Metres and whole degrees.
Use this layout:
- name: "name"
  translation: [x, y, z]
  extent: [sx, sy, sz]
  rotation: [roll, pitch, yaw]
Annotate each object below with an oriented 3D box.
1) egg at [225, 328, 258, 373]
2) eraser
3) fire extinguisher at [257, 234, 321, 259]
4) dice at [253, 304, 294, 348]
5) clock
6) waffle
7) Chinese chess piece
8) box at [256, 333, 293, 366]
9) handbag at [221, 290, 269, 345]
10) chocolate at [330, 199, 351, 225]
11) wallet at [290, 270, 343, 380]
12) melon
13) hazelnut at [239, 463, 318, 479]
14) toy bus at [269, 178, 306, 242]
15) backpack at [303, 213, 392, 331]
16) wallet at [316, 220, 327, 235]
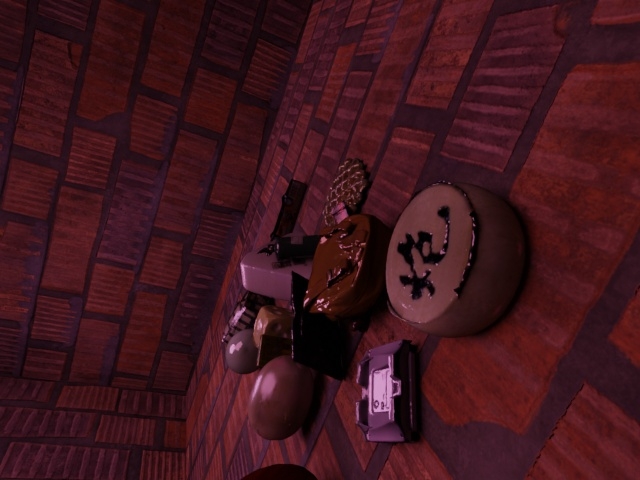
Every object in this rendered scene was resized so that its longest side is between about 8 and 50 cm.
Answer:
- name: "egg"
  translation: [-0.363, 0.548, 2.165]
  extent: [0.282, 0.203, 0.202]
  rotation: [-50, 32, 42]
- name: "eraser"
  translation: [-0.119, 0.126, 1.789]
  extent: [0.331, 0.332, 0.149]
  rotation: [-104, 14, -52]
- name: "fire extinguisher"
  translation: [-0.100, 0.029, 1.729]
  extent: [0.118, 0.295, 0.093]
  rotation: [-108, 14, -68]
- name: "dice"
  translation: [-0.182, 0.382, 1.874]
  extent: [0.166, 0.170, 0.169]
  rotation: [-151, 77, -69]
- name: "clock"
  translation: [0.169, 0.384, 1.124]
  extent: [0.186, 0.084, 0.253]
  rotation: [-40, 40, 55]
- name: "waffle"
  translation: [0.089, -0.174, 1.729]
  extent: [0.291, 0.056, 0.309]
  rotation: [-112, 41, -56]
- name: "Chinese chess piece"
  translation: [0.282, 0.040, 0.989]
  extent: [0.349, 0.147, 0.348]
  rotation: [-165, 90, -69]
- name: "box"
  translation: [-0.148, 0.442, 1.716]
  extent: [0.030, 0.193, 0.121]
  rotation: [141, 139, -60]
- name: "handbag"
  translation: [-0.381, 0.369, 2.363]
  extent: [0.325, 0.163, 0.326]
  rotation: [-56, 13, 32]
- name: "chocolate"
  translation: [0.092, -0.055, 1.601]
  extent: [0.086, 0.028, 0.182]
  rotation: [-38, 61, 37]
- name: "wallet"
  translation: [-0.012, 0.278, 1.446]
  extent: [0.041, 0.247, 0.322]
  rotation: [-30, 44, 27]
- name: "melon"
  translation: [-0.141, 0.567, 1.580]
  extent: [0.316, 0.223, 0.223]
  rotation: [-70, 22, 11]
- name: "hazelnut"
  translation: [-0.115, 0.841, 1.219]
  extent: [0.359, 0.360, 0.408]
  rotation: [-147, 69, -68]
- name: "toy bus"
  translation: [-0.182, -0.120, 2.313]
  extent: [0.093, 0.092, 0.408]
  rotation: [-132, 60, -68]
- name: "backpack"
  translation: [0.092, 0.092, 1.347]
  extent: [0.378, 0.201, 0.353]
  rotation: [155, 128, -66]
- name: "wallet"
  translation: [0.000, 0.000, 1.860]
  extent: [0.152, 0.039, 0.117]
  rotation: [-61, 23, 29]
